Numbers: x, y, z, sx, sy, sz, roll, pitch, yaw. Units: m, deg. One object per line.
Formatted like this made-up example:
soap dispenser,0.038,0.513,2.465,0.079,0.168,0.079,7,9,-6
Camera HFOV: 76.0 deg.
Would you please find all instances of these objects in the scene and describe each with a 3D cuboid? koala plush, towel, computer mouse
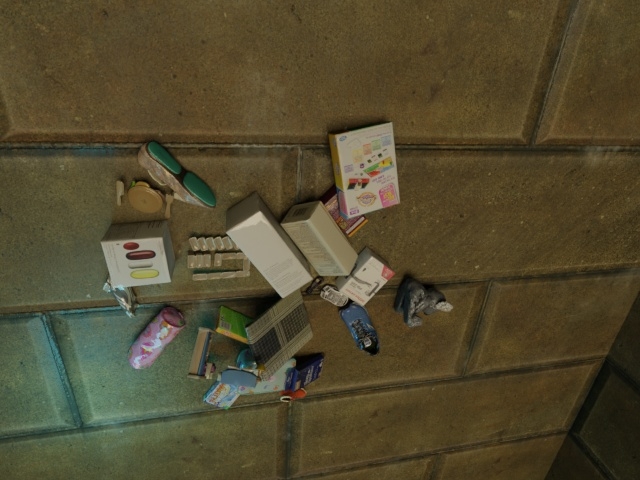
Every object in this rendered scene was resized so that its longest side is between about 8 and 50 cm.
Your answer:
koala plush,0.486,0.278,1.898,0.221,0.196,0.204,5,106,-12
towel,-0.176,0.398,1.788,0.324,0.056,0.313,-36,125,-36
computer mouse,0.037,0.236,1.846,0.192,0.042,0.106,30,103,-20

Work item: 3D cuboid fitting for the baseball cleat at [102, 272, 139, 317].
baseball cleat,-0.793,0.215,1.622,0.109,0.072,0.206,2,113,1

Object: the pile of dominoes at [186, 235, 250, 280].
pile of dominoes,-0.408,0.062,1.657,0.250,0.040,0.196,-3,118,-22

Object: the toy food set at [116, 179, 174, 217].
toy food set,-0.624,-0.154,1.466,0.191,0.039,0.132,16,132,-13

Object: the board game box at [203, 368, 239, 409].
board game box,-0.455,0.724,1.987,0.136,0.035,0.201,32,106,-26

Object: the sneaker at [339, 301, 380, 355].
sneaker,0.202,0.420,1.923,0.129,0.147,0.330,-33,120,5

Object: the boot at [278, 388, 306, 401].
boot,-0.140,0.784,2.070,0.157,0.085,0.059,15,112,-22

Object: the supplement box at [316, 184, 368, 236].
supplement box,0.087,-0.119,1.642,0.104,0.081,0.188,-42,119,10

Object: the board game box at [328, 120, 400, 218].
board game box,0.170,-0.264,1.539,0.242,0.064,0.317,-17,112,-19

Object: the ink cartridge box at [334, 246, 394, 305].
ink cartridge box,0.194,0.162,1.815,0.158,0.092,0.218,35,107,-27

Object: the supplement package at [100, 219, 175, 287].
supplement package,-0.661,0.047,1.507,0.202,0.149,0.194,-6,119,-10

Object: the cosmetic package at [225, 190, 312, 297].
cosmetic package,-0.196,0.017,1.581,0.155,0.197,0.366,-33,119,6

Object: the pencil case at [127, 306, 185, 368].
pencil case,-0.690,0.411,1.718,0.124,0.124,0.284,34,106,-27

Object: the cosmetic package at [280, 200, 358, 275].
cosmetic package,0.000,0.000,1.627,0.160,0.113,0.309,-5,133,40

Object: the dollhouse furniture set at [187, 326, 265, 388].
dollhouse furniture set,-0.367,0.506,1.745,0.303,0.286,0.198,10,71,1

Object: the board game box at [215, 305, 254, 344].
board game box,-0.330,0.385,1.784,0.259,0.124,0.039,28,120,-25

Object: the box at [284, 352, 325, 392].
box,-0.072,0.643,1.975,0.225,0.036,0.137,-15,126,-42

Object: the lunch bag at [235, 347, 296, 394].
lunch bag,-0.267,0.613,1.922,0.278,0.108,0.224,3,117,-22

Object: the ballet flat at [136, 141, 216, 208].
ballet flat,-0.510,-0.211,1.449,0.106,0.108,0.316,-30,117,27
